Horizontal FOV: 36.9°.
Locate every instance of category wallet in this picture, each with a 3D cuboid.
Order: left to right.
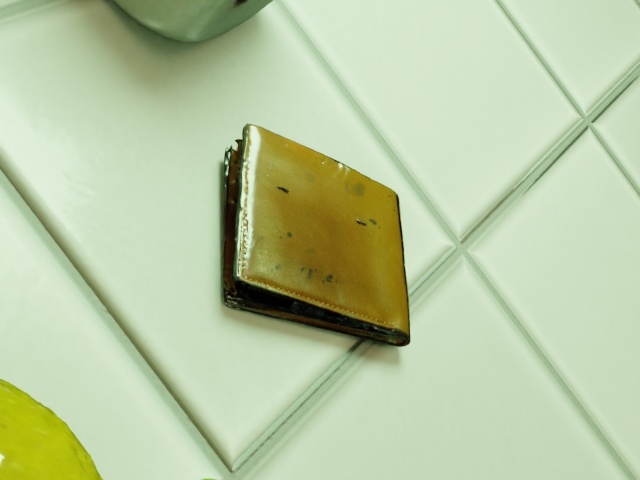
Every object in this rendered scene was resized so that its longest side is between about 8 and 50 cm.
[{"bbox_3d":[-0.002,0.000,0.850,0.195,0.042,0.161,19,58,-35],"label":"wallet"}]

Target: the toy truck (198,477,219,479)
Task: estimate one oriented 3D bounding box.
[{"bbox_3d":[-0.078,0.215,0.539,0.210,0.187,0.148,55,36,1],"label":"toy truck"}]

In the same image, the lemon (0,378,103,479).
[{"bbox_3d":[-0.206,0.189,0.395,0.258,0.258,0.310,17,58,-33],"label":"lemon"}]

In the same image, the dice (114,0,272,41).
[{"bbox_3d":[-0.098,-0.303,0.840,0.193,0.194,0.192,51,42,-2],"label":"dice"}]
